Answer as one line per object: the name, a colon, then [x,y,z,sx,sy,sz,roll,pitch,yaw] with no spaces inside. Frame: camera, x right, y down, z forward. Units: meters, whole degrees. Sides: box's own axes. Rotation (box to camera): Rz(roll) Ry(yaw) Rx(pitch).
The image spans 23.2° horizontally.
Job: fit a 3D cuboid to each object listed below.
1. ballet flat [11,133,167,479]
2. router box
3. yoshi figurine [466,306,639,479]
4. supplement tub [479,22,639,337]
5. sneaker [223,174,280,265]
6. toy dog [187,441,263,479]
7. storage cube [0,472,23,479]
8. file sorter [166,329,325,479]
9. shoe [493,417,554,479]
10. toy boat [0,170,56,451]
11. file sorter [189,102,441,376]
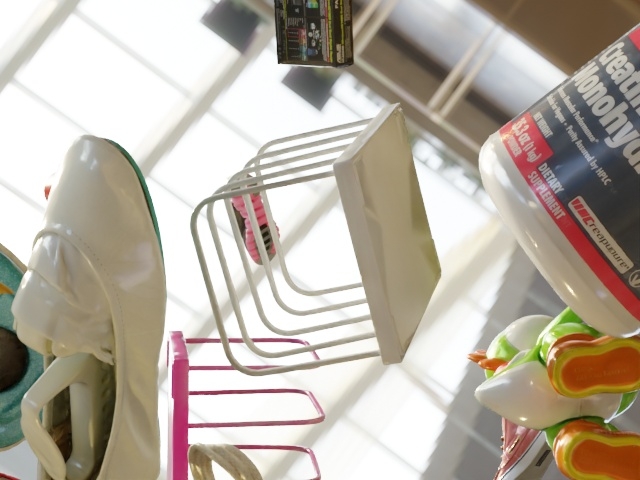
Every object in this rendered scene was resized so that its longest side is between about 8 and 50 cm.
ballet flat: [-0.213,0.099,1.409,0.139,0.139,0.400,38,139,38]
router box: [-0.009,-0.266,1.837,0.092,0.123,0.038,9,-161,39]
yoshi figurine: [0.295,0.151,1.696,0.203,0.203,0.362,44,-179,-8]
supplement tub: [0.275,-0.072,1.179,0.191,0.272,0.191,48,-166,-16]
sneaker: [-0.087,-0.028,1.879,0.057,0.047,0.119,16,126,61]
toy dog: [-0.149,0.341,1.545,0.220,0.161,0.333,53,147,-7]
storage cube: [-0.334,0.428,1.871,0.215,0.184,0.193,18,144,15]
file sorter: [-0.092,0.267,1.872,0.182,0.291,0.202,0,-174,-7]
shoe: [0.285,0.300,2.239,0.063,0.178,0.081,15,-154,-44]
toy boat: [-0.321,0.044,1.588,0.267,0.318,0.148,45,163,-24]
file sorter: [0.000,0.000,1.539,0.278,0.173,0.193,-53,-50,-71]
